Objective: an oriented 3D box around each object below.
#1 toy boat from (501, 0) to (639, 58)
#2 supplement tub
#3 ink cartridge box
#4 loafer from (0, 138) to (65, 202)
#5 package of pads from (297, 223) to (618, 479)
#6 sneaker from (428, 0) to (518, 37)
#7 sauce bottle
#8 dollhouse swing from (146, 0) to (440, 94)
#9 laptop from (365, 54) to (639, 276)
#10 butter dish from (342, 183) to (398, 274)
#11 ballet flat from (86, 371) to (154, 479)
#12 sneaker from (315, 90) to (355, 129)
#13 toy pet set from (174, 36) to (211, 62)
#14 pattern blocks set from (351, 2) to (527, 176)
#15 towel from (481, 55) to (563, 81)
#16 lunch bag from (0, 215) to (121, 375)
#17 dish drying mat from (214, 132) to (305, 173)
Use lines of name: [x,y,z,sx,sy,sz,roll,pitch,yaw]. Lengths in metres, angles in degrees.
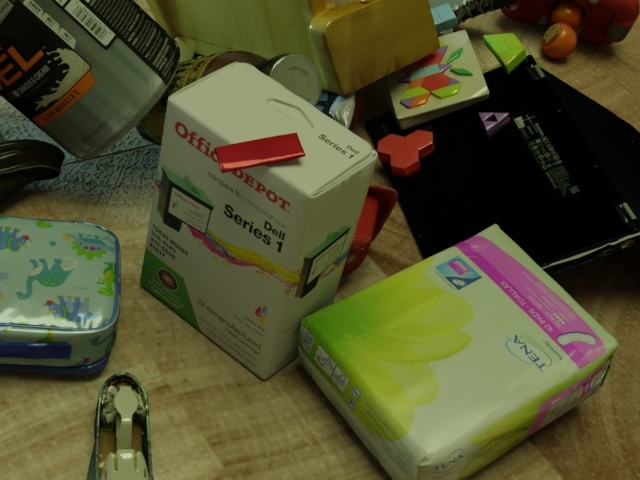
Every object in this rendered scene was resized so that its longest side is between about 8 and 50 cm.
toy boat: [0.412,-0.376,1.897,0.231,0.151,0.151,19,70,3]
supplement tub: [-0.336,-0.261,1.320,0.316,0.193,0.193,42,35,-23]
ink cartridge box: [-0.076,-0.020,1.220,0.201,0.278,0.117,35,44,21]
loafer: [-0.405,-0.064,1.330,0.220,0.080,0.078,-15,82,-32]
package of pads: [0.154,0.131,1.242,0.296,0.101,0.229,-25,55,-26]
sneaker: [0.231,-0.363,1.825,0.228,0.086,0.132,-9,52,13]
sauce bottle: [-0.118,-0.174,1.360,0.111,0.111,0.344,-18,10,-33]
dollhouse swing: [-0.052,-0.404,1.562,0.347,0.305,0.315,21,37,36]
laptop: [0.329,-0.048,1.579,0.408,0.236,0.382,-21,47,2]
butter dish: [0.000,0.000,1.345,0.160,0.160,0.118,9,65,-8]
ballet flat: [-0.194,0.207,1.096,0.070,0.070,0.188,1,44,-17]
sneaker: [-0.041,-0.146,1.501,0.153,0.101,0.269,15,44,-5]
toy pet set: [-0.196,-0.221,1.586,0.114,0.065,0.122,45,40,-20]
pattern blocks set: [0.157,-0.234,1.622,0.285,0.026,0.325,-26,42,-6]
towel: [0.326,-0.247,1.788,0.148,0.027,0.110,-23,55,-37]
lunch bag: [-0.325,0.059,1.196,0.219,0.090,0.176,4,42,-14]
dish drying mat: [-0.059,-0.085,1.084,0.083,0.008,0.032,-12,54,-13]
